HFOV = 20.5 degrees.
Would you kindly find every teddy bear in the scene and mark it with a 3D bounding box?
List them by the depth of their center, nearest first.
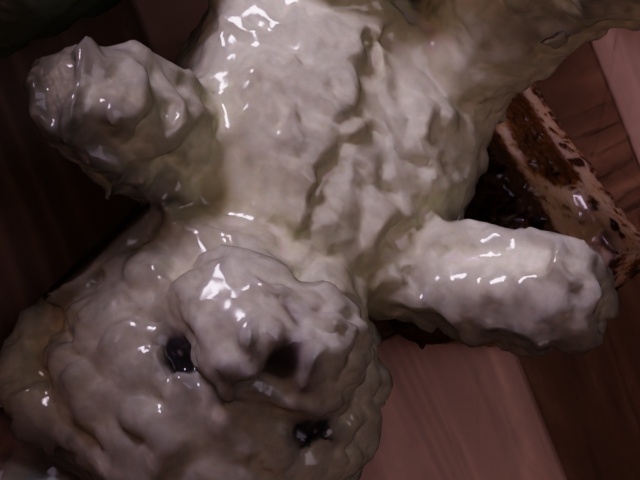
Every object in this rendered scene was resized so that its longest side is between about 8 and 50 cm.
[{"bbox_3d":[0.000,0.000,0.875,0.327,0.375,0.362,31,50,-15],"label":"teddy bear"}]

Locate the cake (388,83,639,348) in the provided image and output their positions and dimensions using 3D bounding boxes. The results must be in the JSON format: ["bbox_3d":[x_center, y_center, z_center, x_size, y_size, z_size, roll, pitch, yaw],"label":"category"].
[{"bbox_3d":[0.078,-0.044,1.101,0.112,0.135,0.246,4,48,-45],"label":"cake"}]

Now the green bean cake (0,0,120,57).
[{"bbox_3d":[-0.152,-0.233,0.937,0.222,0.125,0.227,-33,97,-32],"label":"green bean cake"}]
